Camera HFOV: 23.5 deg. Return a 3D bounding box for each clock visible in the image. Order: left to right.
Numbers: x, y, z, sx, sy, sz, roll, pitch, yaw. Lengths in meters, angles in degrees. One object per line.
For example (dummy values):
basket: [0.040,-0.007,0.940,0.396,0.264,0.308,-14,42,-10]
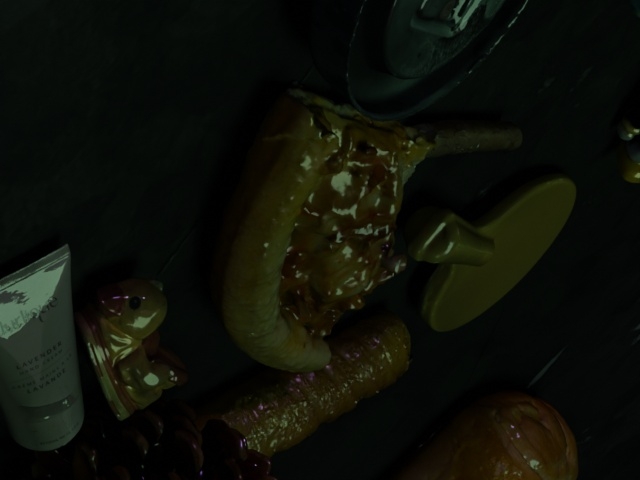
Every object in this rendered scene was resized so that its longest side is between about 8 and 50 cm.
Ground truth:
clock: [0.078,-0.177,0.992,0.215,0.042,0.215,-40,155,-23]

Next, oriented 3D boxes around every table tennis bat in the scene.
table tennis bat: [0.153,0.008,1.448,0.198,0.050,0.321,-48,159,12]

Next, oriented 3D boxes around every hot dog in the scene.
hot dog: [-0.030,0.148,1.390,0.289,0.068,0.083,-26,145,-29]

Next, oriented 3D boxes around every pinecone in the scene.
pinecone: [-0.146,0.212,1.200,0.212,0.169,0.186,11,121,-31]

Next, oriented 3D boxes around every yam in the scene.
yam: [0.118,-0.084,1.257,0.145,0.032,0.032,-7,139,-53]

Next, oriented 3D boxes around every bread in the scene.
bread: [0.191,0.346,1.955,0.337,0.148,0.328,-45,156,10]

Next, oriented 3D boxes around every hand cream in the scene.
hand cream: [-0.197,0.081,1.051,0.087,0.054,0.186,-30,146,-22]

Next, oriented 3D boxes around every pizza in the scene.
pizza: [0.000,0.000,1.169,0.182,0.074,0.365,-21,151,-21]

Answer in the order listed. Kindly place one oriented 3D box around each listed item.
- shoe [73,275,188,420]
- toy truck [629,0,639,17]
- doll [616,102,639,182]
shoe: [-0.136,0.073,1.101,0.069,0.072,0.109,-22,112,-15]
toy truck: [0.382,-0.242,1.213,0.279,0.155,0.156,-38,164,-9]
doll: [0.371,-0.164,1.426,0.316,0.145,0.103,117,-6,-51]
